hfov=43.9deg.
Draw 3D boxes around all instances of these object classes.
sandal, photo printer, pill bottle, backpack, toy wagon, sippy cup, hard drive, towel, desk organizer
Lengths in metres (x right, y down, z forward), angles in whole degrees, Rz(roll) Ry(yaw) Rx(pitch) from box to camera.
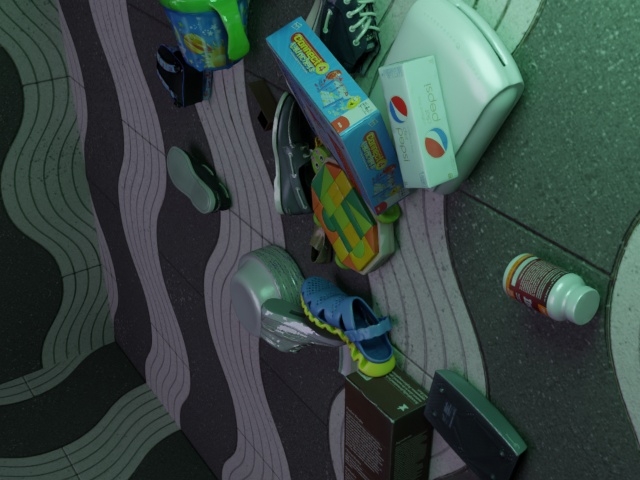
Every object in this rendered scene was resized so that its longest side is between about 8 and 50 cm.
[{"bbox_3d":[0.075,0.181,1.941,0.317,0.126,0.138,39,139,28],"label":"sandal"},{"bbox_3d":[0.219,-0.267,1.417,0.256,0.107,0.307,57,149,22],"label":"photo printer"},{"bbox_3d":[0.394,0.085,1.358,0.152,0.086,0.086,30,132,50],"label":"pill bottle"},{"bbox_3d":[-0.410,-0.498,2.339,0.173,0.117,0.158,47,144,35],"label":"backpack"},{"bbox_3d":[0.054,-0.092,1.848,0.344,0.068,0.267,61,150,15],"label":"toy wagon"},{"bbox_3d":[-0.280,-0.558,1.996,0.305,0.240,0.224,-83,-9,-46],"label":"sippy cup"},{"bbox_3d":[0.329,0.404,1.700,0.254,0.054,0.172,45,143,37],"label":"hard drive"},{"bbox_3d":[0.099,0.343,2.089,0.152,0.023,0.113,36,137,45],"label":"towel"},{"bbox_3d":[-0.146,-0.349,2.050,0.130,0.050,0.047,62,150,15],"label":"desk organizer"}]

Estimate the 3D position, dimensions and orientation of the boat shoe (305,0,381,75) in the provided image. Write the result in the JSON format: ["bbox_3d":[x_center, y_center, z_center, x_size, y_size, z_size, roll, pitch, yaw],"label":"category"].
[{"bbox_3d":[0.074,-0.460,1.554,0.158,0.127,0.340,54,156,15],"label":"boat shoe"}]

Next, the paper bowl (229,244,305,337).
[{"bbox_3d":[-0.158,0.166,2.293,0.284,0.148,0.284,40,140,43],"label":"paper bowl"}]

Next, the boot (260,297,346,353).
[{"bbox_3d":[-0.044,0.252,2.128,0.258,0.095,0.123,21,125,20],"label":"boot"}]

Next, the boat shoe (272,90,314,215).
[{"bbox_3d":[-0.056,-0.209,1.964,0.099,0.116,0.319,10,116,17],"label":"boat shoe"}]

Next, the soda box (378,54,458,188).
[{"bbox_3d":[0.169,-0.200,1.357,0.069,0.074,0.216,7,115,56],"label":"soda box"}]

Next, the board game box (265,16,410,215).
[{"bbox_3d":[0.040,-0.244,1.598,0.302,0.086,0.308,56,179,31],"label":"board game box"}]

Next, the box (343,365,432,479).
[{"bbox_3d":[0.162,0.504,1.965,0.191,0.143,0.381,38,140,44],"label":"box"}]

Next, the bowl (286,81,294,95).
[{"bbox_3d":[-0.017,-0.373,1.813,0.142,0.053,0.142,57,149,20],"label":"bowl"}]

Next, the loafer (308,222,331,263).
[{"bbox_3d":[0.000,0.000,2.016,0.056,0.050,0.148,33,134,48],"label":"loafer"}]

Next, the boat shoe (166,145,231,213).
[{"bbox_3d":[-0.390,-0.190,2.523,0.302,0.091,0.114,54,128,30],"label":"boat shoe"}]
